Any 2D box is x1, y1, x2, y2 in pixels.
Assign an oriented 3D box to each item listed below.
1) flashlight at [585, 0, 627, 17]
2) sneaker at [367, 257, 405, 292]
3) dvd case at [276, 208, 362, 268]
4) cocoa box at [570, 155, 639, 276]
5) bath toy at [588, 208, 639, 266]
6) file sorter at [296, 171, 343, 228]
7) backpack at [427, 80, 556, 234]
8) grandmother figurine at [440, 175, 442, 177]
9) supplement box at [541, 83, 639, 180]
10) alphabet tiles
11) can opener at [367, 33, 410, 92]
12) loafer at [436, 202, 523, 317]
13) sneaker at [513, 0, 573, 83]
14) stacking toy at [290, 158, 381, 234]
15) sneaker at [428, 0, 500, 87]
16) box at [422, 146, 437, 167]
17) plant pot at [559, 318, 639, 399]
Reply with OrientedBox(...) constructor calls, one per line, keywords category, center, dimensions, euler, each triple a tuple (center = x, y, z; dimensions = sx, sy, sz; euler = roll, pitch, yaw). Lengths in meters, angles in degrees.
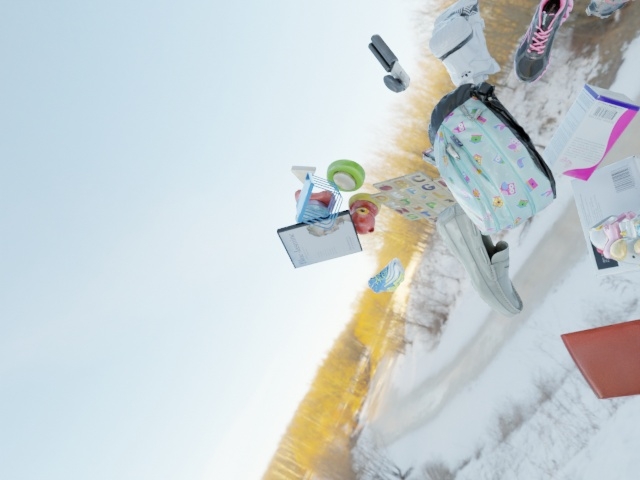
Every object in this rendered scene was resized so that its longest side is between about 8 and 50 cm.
OrientedBox(category="flashlight", center=(0.723, -0.610, 0.983), dimensions=(0.304, 0.103, 0.103), euler=(-33, -34, -56))
OrientedBox(category="sneaker", center=(0.263, 0.159, 1.656), dimensions=(0.126, 0.091, 0.240), euler=(-18, -31, -10))
OrientedBox(category="dvd case", center=(0.000, 0.000, 1.377), dimensions=(0.022, 0.252, 0.180), euler=(-92, -16, -50))
OrientedBox(category="cocoa box", center=(1.036, -0.075, 1.337), dimensions=(0.231, 0.227, 0.348), euler=(144, 120, -66))
OrientedBox(category="bath toy", center=(0.828, 0.002, 1.090), dimensions=(0.151, 0.129, 0.348), euler=(-40, -11, 13))
OrientedBox(category="file sorter", center=(-0.005, -0.118, 1.207), dimensions=(0.170, 0.104, 0.118), euler=(-102, 30, -70))
OrientedBox(category="backpack", center=(0.223, -0.100, 0.545), dimensions=(0.115, 0.182, 0.152), euler=(-35, -26, 19))
OrientedBox(category="grandmother figurine", center=(0.532, -0.173, 1.287), dimensions=(0.342, 0.207, 0.104), euler=(-117, 14, -58))
OrientedBox(category="supplement box", center=(0.724, -0.291, 1.111), dimensions=(0.114, 0.111, 0.220), euler=(-72, -1, -52))
OrientedBox(category="alphabet tiles", center=(0.332, -0.123, 1.263), dimensions=(0.342, 0.285, 0.011), euler=(23, -112, -39))
OrientedBox(category="can opener", center=(0.269, -0.727, 1.680), dimensions=(0.095, 0.284, 0.076), euler=(-24, -18, -22))
OrientedBox(category="loafer", center=(0.402, 0.047, 0.974), dimensions=(0.111, 0.319, 0.112), euler=(-30, 13, 36))
OrientedBox(category="sneaker", center=(0.282, -0.265, 0.520), dimensions=(0.057, 0.047, 0.120), euler=(-14, -58, -64))
OrientedBox(category="stacking toy", center=(0.037, -0.126, 1.394), dimensions=(0.280, 0.308, 0.131), euler=(66, -151, -49))
OrientedBox(category="sneaker", center=(0.450, -0.602, 1.257), dimensions=(0.137, 0.210, 0.366), euler=(-19, 34, 42))
OrientedBox(category="box", center=(0.350, -0.236, 1.069), dimensions=(0.137, 0.094, 0.027), euler=(-26, -56, -7))
OrientedBox(category="plant pot", center=(1.078, 0.446, 1.485), dimensions=(0.267, 0.267, 0.236), euler=(24, -128, -46))
